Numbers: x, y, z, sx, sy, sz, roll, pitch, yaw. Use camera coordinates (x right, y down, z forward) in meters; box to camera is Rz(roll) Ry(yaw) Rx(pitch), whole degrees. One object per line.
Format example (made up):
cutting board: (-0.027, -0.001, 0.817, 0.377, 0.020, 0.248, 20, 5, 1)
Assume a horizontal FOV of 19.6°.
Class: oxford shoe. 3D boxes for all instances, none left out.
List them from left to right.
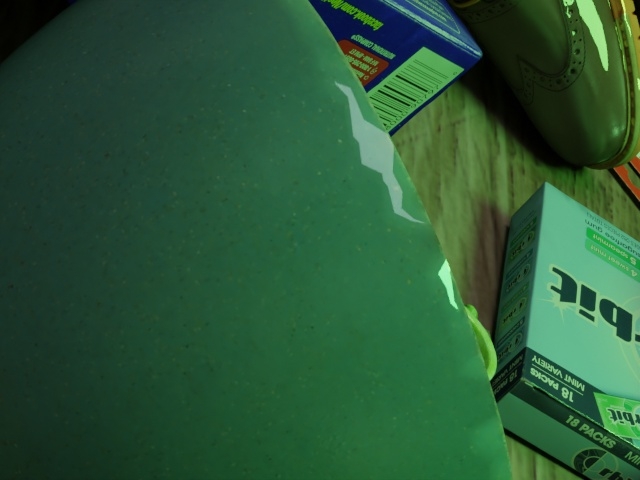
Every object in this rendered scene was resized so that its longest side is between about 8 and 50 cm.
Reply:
oxford shoe: (0.089, -0.194, 1.216, 0.132, 0.130, 0.364, -31, 93, -33)

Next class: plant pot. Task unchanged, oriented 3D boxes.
plant pot: (-0.076, 0.043, 0.754, 0.195, 0.290, 0.290, -24, 64, -13)

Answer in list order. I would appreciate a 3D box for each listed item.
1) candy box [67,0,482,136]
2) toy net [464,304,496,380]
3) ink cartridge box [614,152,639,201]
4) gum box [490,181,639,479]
candy box: (-0.079, -0.216, 1.047, 0.317, 0.122, 0.268, 60, 19, 23)
toy net: (0.000, 0.000, 1.018, 0.232, 0.045, 0.122, 38, 36, -2)
ink cartridge box: (0.277, -0.063, 1.329, 0.179, 0.045, 0.145, -10, 58, -49)
gum box: (0.178, 0.069, 1.103, 0.157, 0.041, 0.184, 31, 36, -14)
